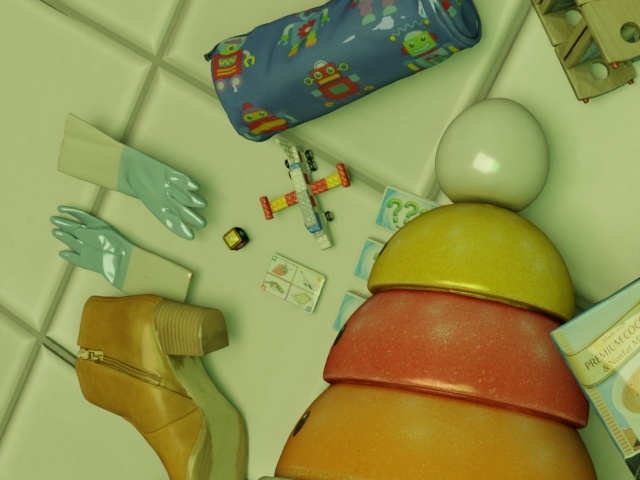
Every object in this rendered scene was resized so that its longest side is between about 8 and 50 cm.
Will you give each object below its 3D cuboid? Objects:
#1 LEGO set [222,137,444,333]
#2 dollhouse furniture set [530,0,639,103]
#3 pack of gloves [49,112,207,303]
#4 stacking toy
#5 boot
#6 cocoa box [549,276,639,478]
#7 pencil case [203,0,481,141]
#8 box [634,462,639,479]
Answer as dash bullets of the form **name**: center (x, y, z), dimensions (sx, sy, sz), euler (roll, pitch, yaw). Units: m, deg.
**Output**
- **LEGO set**: center (0.000, 0.000, 1.393), dimensions (0.244, 0.060, 0.182), euler (24, 99, 24)
- **dollhouse furniture set**: center (0.326, -0.240, 1.204), dimensions (0.184, 0.129, 0.128), euler (-22, 82, -5)
- **pack of gloves**: center (-0.234, -0.029, 1.525), dimensions (0.232, 0.046, 0.195), euler (28, 118, 23)
- **stacking toy**: center (0.146, 0.087, 1.236), dimensions (0.351, 0.350, 0.479), euler (4, 75, 26)
- **boot**: center (-0.202, 0.211, 1.489), dimensions (0.211, 0.104, 0.295), euler (-1, 93, 35)
- **cocoa box**: center (0.427, 0.081, 1.083), dimensions (0.347, 0.231, 0.228), euler (-35, 77, 24)
- **pencil case**: center (0.023, -0.213, 1.332), dimensions (0.306, 0.119, 0.133), euler (-20, 44, 29)
- **box**: center (0.323, 0.150, 0.992), dimensions (0.094, 0.027, 0.137), euler (22, 102, 23)
